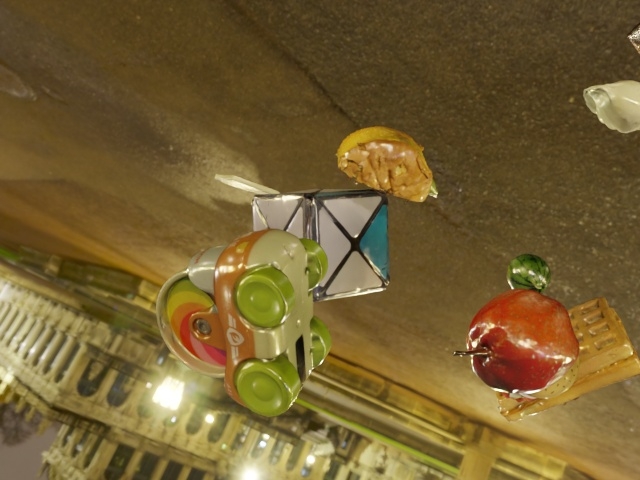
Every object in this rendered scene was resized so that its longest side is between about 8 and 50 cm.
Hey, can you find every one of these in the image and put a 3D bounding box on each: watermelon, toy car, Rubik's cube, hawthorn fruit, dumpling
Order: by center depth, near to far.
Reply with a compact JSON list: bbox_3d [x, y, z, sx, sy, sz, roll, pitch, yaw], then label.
[{"bbox_3d":[-0.110,0.094,0.732,0.235,0.235,0.145,21,-156,14],"label":"toy car"},{"bbox_3d":[0.283,0.154,0.862,0.194,0.157,0.157,-10,177,-24],"label":"hawthorn fruit"},{"bbox_3d":[0.484,0.083,1.329,0.109,0.109,0.109,23,163,7],"label":"watermelon"},{"bbox_3d":[0.738,-0.319,1.415,0.181,0.111,0.155,59,-179,-4],"label":"dumpling"},{"bbox_3d":[0.000,0.000,1.694,0.307,0.310,0.305,-6,-175,-37],"label":"Rubik's cube"}]

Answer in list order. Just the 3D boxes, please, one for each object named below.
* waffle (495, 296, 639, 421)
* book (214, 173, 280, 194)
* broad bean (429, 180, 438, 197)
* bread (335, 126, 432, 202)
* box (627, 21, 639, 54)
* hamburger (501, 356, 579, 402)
[{"bbox_3d":[0.554,0.278,1.349,0.327,0.224,0.098,-31,106,22],"label":"waffle"},{"bbox_3d":[-0.239,-0.178,1.856,0.162,0.022,0.232,19,178,-24],"label":"book"},{"bbox_3d":[0.379,-0.231,2.117,0.213,0.070,0.048,45,155,-28],"label":"broad bean"},{"bbox_3d":[0.179,-0.205,1.454,0.260,0.160,0.147,19,125,-15],"label":"bread"},{"bbox_3d":[0.652,-0.231,0.790,0.115,0.415,0.264,-5,154,-28],"label":"box"},{"bbox_3d":[0.401,0.225,1.085,0.175,0.175,0.137,27,171,-7],"label":"hamburger"}]
